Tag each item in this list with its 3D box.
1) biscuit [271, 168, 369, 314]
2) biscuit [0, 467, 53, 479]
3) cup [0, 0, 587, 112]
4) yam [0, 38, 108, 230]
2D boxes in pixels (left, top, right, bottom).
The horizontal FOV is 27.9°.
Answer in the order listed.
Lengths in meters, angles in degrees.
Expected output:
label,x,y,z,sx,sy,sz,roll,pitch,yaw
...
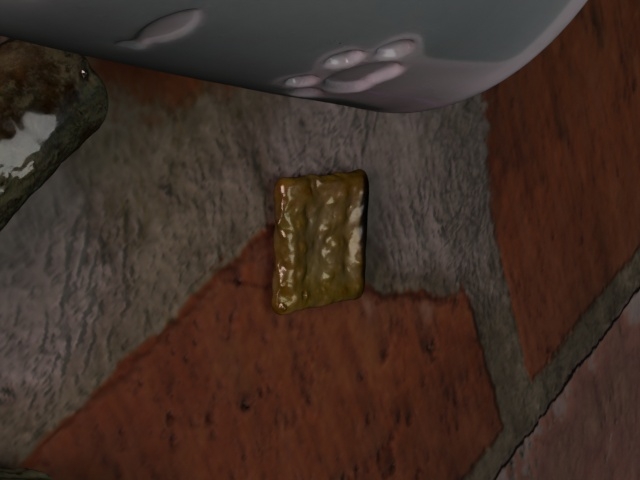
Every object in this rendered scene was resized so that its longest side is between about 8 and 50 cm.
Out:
label,x,y,z,sx,sy,sz,roll,pitch,yaw
biscuit,0.000,0.000,0.778,0.081,0.018,0.083,-11,106,-49
biscuit,-0.197,0.223,0.563,0.150,0.052,0.252,10,89,-47
cup,-0.022,-0.225,0.463,0.274,0.259,0.356,1,134,-48
yam,-0.190,0.017,0.520,0.274,0.061,0.061,-51,134,-29
